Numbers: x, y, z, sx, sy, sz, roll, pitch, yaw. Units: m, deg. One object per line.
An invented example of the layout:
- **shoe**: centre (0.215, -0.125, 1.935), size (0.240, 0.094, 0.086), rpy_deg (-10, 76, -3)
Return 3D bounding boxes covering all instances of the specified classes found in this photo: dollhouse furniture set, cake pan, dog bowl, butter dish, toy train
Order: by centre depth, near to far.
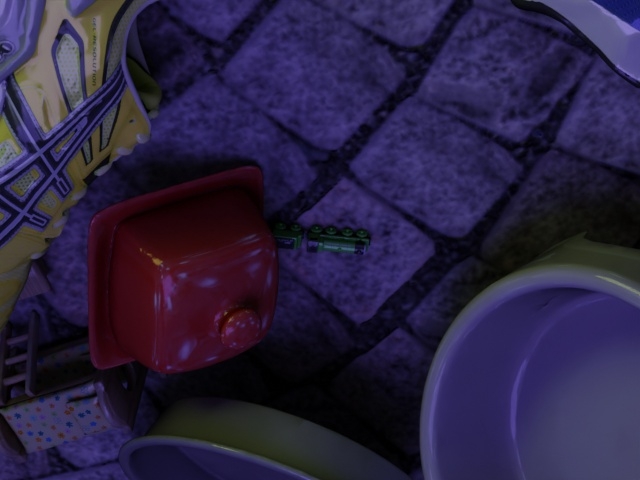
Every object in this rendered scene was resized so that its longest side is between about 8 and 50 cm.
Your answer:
- **dog bowl**: centre (0.219, 0.164, 1.100), size (0.102, 0.349, 0.348), rpy_deg (-10, 138, -44)
- **butter dish**: centre (-0.089, 0.042, 1.133), size (0.160, 0.118, 0.160), rpy_deg (-19, 131, -32)
- **toy train**: centre (0.000, 0.000, 1.184), size (0.083, 0.023, 0.017), rpy_deg (6, 124, 1)
- **dollhouse furniture set**: centre (-0.202, 0.080, 1.205), size (0.182, 0.101, 0.161), rpy_deg (-18, 121, 15)
- **cake pan**: centre (-0.027, 0.218, 1.241), size (0.293, 0.054, 0.293), rpy_deg (18, 153, 10)

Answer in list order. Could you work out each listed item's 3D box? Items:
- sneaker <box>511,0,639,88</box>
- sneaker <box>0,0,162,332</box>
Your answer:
- **sneaker**: centre (0.260, -0.204, 0.980), size (0.316, 0.127, 0.182), rpy_deg (-3, 128, 14)
- **sneaker**: centre (-0.200, -0.073, 1.065), size (0.147, 0.145, 0.384), rpy_deg (16, 119, -8)
